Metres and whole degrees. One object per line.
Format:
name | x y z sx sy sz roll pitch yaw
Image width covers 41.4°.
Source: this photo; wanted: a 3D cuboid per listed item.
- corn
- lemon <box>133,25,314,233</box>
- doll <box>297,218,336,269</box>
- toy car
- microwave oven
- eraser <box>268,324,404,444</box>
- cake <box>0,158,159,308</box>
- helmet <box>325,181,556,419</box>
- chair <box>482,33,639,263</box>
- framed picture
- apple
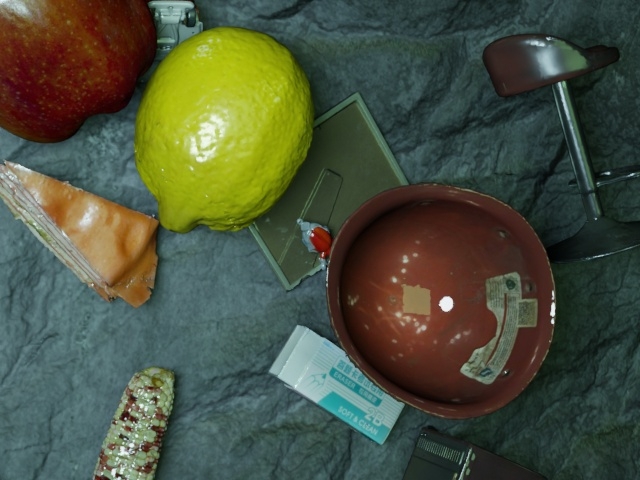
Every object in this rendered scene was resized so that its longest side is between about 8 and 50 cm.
corn | -0.269 0.302 1.204 0.086 0.086 0.253 20 80 -24
lemon | -0.137 -0.153 1.189 0.245 0.245 0.320 29 79 -22
doll | 0.000 0.000 1.344 0.057 0.039 0.114 -40 120 9
toy car | -0.228 -0.333 1.215 0.112 0.139 0.112 -5 73 -21
microwave oven | 0.230 0.456 1.388 0.188 0.178 0.247 27 78 -23
eraser | 0.032 0.235 1.367 0.225 0.052 0.095 36 76 -20
cake | -0.336 -0.033 1.175 0.287 0.098 0.135 43 74 -24
helmet | 0.152 0.092 1.329 0.385 0.230 0.337 17 81 -16
chair | 0.442 -0.181 1.479 0.226 0.226 0.401 -22 98 -24
framed picture | 0.004 -0.080 1.377 0.289 0.020 0.211 -36 104 -22
apple | -0.370 -0.290 1.058 0.288 0.288 0.317 -51 124 -17
